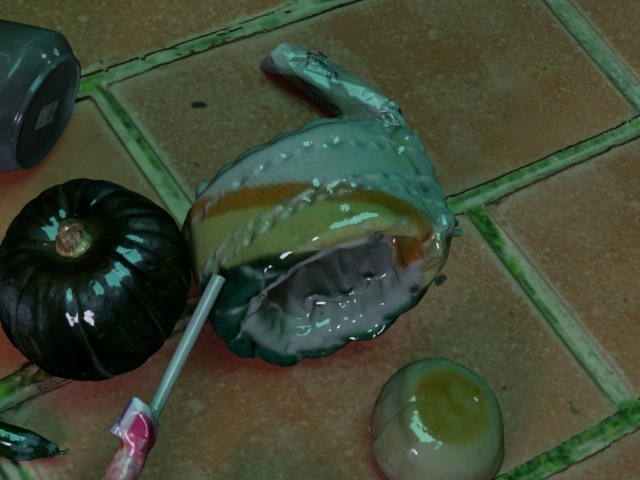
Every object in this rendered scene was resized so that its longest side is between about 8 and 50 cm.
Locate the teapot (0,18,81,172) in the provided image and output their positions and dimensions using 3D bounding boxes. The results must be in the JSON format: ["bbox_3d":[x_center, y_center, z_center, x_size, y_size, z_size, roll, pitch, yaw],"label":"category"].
[{"bbox_3d":[-0.389,-0.191,2.034,0.225,0.171,0.203,28,19,11],"label":"teapot"}]

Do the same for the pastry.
[{"bbox_3d":[0.128,0.200,1.954,0.156,0.092,0.156,11,58,-18],"label":"pastry"}]

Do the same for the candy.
[{"bbox_3d":[-0.172,0.195,1.778,0.124,0.124,0.365,25,73,0],"label":"candy"}]

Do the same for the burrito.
[{"bbox_3d":[0.020,-0.180,2.218,0.203,0.064,0.064,34,51,8],"label":"burrito"}]

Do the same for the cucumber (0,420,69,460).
[{"bbox_3d":[-0.329,0.195,1.833,0.155,0.037,0.037,17,51,-6],"label":"cucumber"}]

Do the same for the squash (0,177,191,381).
[{"bbox_3d":[-0.237,0.038,1.882,0.172,0.218,0.218,39,39,-40],"label":"squash"}]

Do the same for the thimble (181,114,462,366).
[{"bbox_3d":[0.000,0.000,1.932,0.254,0.288,0.167,32,33,-55],"label":"thimble"}]
